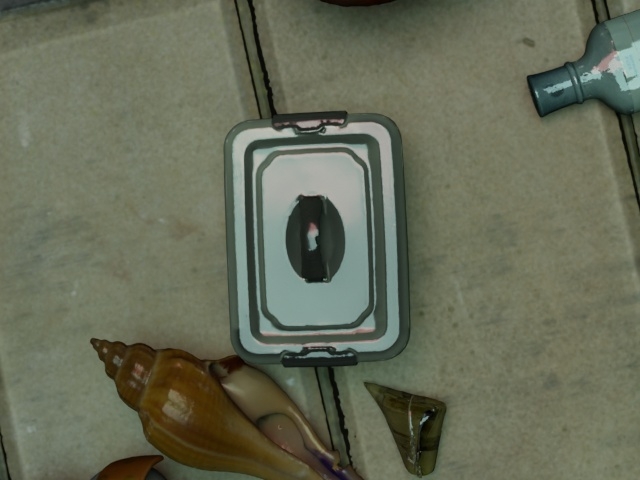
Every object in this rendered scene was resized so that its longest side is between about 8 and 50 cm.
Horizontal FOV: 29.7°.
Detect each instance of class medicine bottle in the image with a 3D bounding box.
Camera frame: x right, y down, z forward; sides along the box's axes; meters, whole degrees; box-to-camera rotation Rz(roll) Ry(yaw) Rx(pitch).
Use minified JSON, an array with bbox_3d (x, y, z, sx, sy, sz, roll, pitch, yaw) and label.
[{"bbox_3d":[0.296,-0.167,1.114,0.208,0.054,0.090,-19,89,7],"label":"medicine bottle"}]

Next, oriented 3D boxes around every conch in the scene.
[{"bbox_3d":[-0.078,0.185,1.132,0.330,0.109,0.093,38,127,-15],"label":"conch"}]

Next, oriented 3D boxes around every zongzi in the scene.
[{"bbox_3d":[0.073,0.180,1.142,0.083,0.040,0.076,12,97,18],"label":"zongzi"}]

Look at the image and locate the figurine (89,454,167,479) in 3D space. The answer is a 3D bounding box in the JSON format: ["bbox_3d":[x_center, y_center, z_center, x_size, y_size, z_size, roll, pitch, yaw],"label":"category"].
[{"bbox_3d":[-0.206,0.266,1.131,0.271,0.143,0.143,5,90,30],"label":"figurine"}]

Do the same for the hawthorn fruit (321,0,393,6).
[{"bbox_3d":[0.093,-0.353,1.032,0.369,0.285,0.284,-10,88,-8],"label":"hawthorn fruit"}]

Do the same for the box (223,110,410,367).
[{"bbox_3d":[0.000,0.000,1.104,0.162,0.130,0.227,-3,88,6],"label":"box"}]
